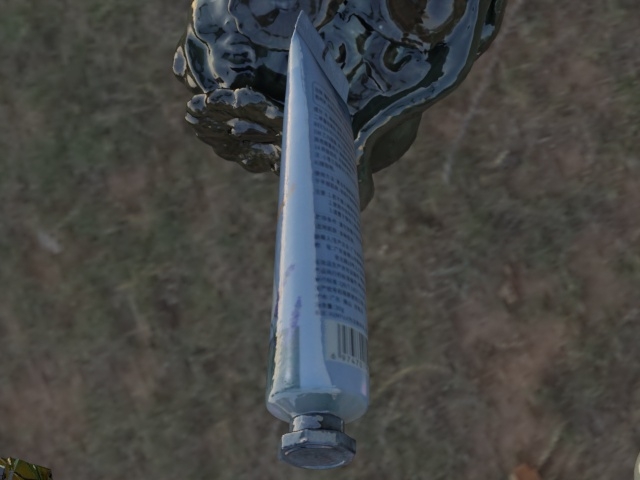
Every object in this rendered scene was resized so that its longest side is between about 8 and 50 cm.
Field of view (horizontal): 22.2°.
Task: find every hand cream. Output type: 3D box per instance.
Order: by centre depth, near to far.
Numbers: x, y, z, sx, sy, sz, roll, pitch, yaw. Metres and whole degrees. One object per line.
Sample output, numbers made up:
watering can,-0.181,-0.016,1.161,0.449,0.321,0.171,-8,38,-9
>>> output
hand cream,0.000,0.000,0.954,0.058,0.091,0.271,-10,61,20

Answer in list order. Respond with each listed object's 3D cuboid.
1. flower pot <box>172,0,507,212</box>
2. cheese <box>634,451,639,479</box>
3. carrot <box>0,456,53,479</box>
flower pot,0.022,-0.179,1.370,0.213,0.302,0.302,37,127,1
cheese,0.295,0.223,1.108,0.174,0.251,0.248,25,95,44
carrot,-0.142,0.220,0.804,0.069,0.069,0.228,-34,61,42
